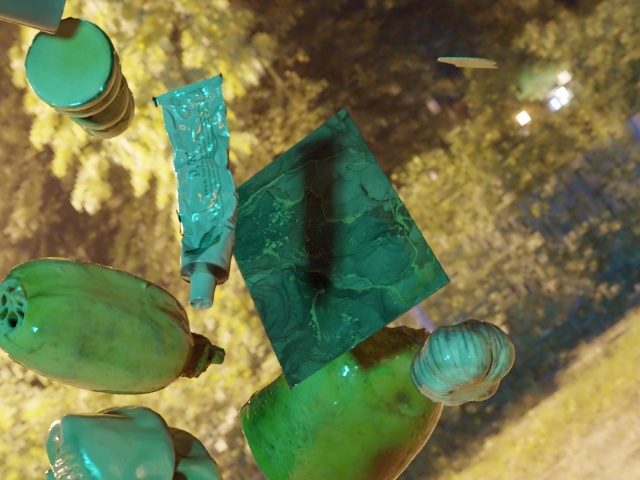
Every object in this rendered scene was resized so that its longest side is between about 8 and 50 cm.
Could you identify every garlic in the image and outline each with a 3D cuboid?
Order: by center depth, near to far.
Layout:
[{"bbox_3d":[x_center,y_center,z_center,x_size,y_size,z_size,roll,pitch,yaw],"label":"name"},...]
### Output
[{"bbox_3d":[0.193,0.163,1.761,0.147,0.102,0.159,-25,-28,10],"label":"garlic"}]

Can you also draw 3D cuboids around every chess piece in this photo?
[{"bbox_3d":[-0.334,-0.221,1.888,0.133,0.133,0.243,-36,-14,-3],"label":"chess piece"}]

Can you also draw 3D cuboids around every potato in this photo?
[{"bbox_3d":[0.077,0.281,2.039,0.330,0.212,0.280,-7,-29,-22],"label":"potato"}]

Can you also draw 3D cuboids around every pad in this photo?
[{"bbox_3d":[0.000,0.000,1.716,0.248,0.367,0.007,-36,-43,10],"label":"pad"}]

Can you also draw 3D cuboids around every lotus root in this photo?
[{"bbox_3d":[-0.280,0.125,1.724,0.343,0.169,0.151,21,-53,-39],"label":"lotus root"}]

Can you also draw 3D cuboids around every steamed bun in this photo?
[{"bbox_3d":[-0.287,0.440,2.148,0.255,0.367,0.342,-22,-16,-28],"label":"steamed bun"}]

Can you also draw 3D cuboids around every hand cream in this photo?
[{"bbox_3d":[-0.126,-0.049,1.346,0.084,0.256,0.050,-15,-24,18],"label":"hand cream"}]

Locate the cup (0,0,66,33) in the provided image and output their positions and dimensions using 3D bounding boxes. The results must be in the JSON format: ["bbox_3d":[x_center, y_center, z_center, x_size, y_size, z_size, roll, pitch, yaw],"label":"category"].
[{"bbox_3d":[-0.278,-0.234,1.179,0.077,0.078,0.100,9,-4,-21],"label":"cup"}]

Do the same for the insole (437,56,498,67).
[{"bbox_3d":[0.177,-0.208,1.504,0.065,0.004,0.197,4,6,14],"label":"insole"}]
